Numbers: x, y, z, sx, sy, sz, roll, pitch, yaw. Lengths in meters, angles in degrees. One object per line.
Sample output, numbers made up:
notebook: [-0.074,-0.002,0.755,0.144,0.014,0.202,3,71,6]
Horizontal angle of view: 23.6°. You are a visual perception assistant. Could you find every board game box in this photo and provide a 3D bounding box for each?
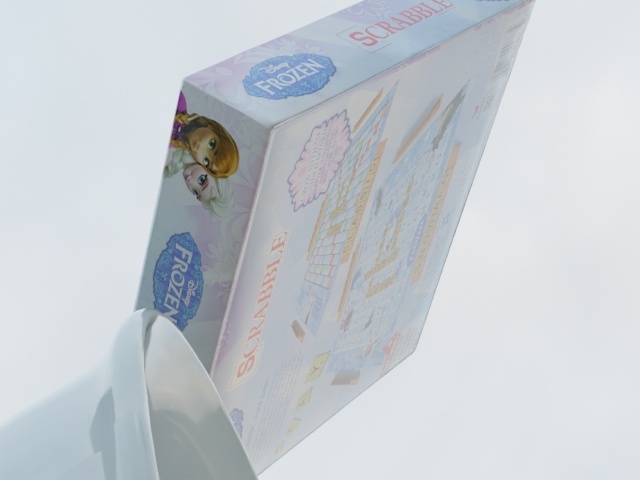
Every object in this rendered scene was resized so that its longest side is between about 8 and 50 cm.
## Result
board game box: [0.000,0.000,0.999,0.318,0.066,0.318,-32,-35,-50]

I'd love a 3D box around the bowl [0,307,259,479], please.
bowl: [-0.066,0.182,0.487,0.134,0.298,0.298,-19,-58,0]
